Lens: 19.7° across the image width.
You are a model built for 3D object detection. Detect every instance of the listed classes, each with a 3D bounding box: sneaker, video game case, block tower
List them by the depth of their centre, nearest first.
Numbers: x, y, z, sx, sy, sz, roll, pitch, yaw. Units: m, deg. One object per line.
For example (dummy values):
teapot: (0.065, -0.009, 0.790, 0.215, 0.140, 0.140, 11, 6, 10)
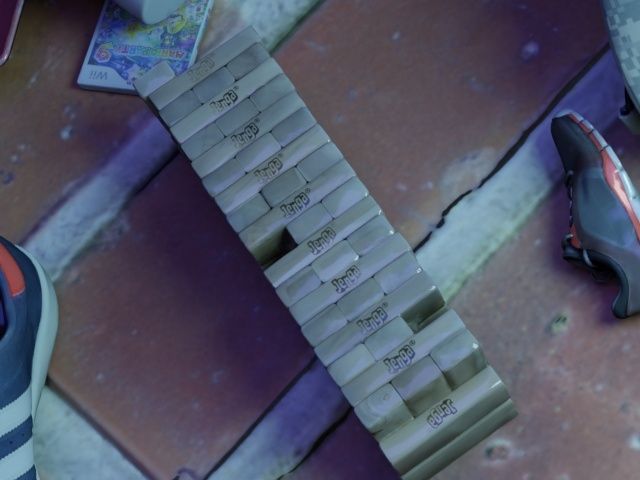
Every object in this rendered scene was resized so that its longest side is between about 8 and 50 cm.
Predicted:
sneaker: (0.179, -0.017, 1.209, 0.065, 0.061, 0.158, -31, 60, 8)
sneaker: (-0.252, 0.143, 1.212, 0.131, 0.148, 0.350, -11, 63, 12)
block tower: (0.000, 0.000, 1.236, 0.097, 0.091, 0.335, -35, 61, -2)
video game case: (-0.128, -0.166, 1.400, 0.087, 0.011, 0.122, 8, 68, 20)

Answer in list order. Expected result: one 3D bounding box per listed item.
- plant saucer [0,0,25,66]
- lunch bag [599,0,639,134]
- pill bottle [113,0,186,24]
plant saucer: (-0.329, -0.244, 1.479, 0.258, 0.048, 0.259, 3, 67, 18)
lunch bag: (0.314, -0.212, 1.142, 0.305, 0.212, 0.256, -16, 64, 34)
pill bottle: (-0.184, -0.267, 1.359, 0.229, 0.131, 0.131, 39, 80, 8)
